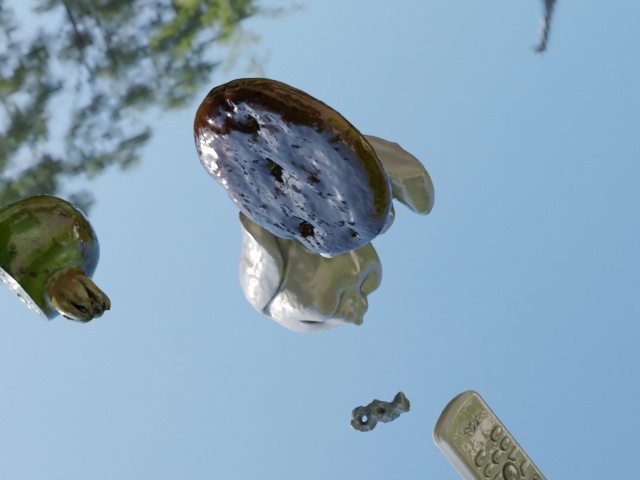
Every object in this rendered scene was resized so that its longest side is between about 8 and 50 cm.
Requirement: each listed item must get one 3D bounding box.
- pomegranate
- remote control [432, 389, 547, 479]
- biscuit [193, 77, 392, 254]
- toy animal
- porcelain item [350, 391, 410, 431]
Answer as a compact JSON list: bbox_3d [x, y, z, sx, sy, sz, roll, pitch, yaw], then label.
[{"bbox_3d":[-0.408,0.018,2.273,0.159,0.190,0.241,-43,-152,-11],"label":"pomegranate"},{"bbox_3d":[0.201,0.258,1.696,0.029,0.190,0.087,-27,-165,45],"label":"remote control"},{"bbox_3d":[-0.027,-0.065,1.376,0.212,0.212,0.036,4,-132,41],"label":"biscuit"},{"bbox_3d":[0.000,0.000,1.983,0.206,0.265,0.271,39,-133,25],"label":"toy animal"},{"bbox_3d":[0.072,0.215,1.881,0.083,0.036,0.028,-28,-179,25],"label":"porcelain item"}]
